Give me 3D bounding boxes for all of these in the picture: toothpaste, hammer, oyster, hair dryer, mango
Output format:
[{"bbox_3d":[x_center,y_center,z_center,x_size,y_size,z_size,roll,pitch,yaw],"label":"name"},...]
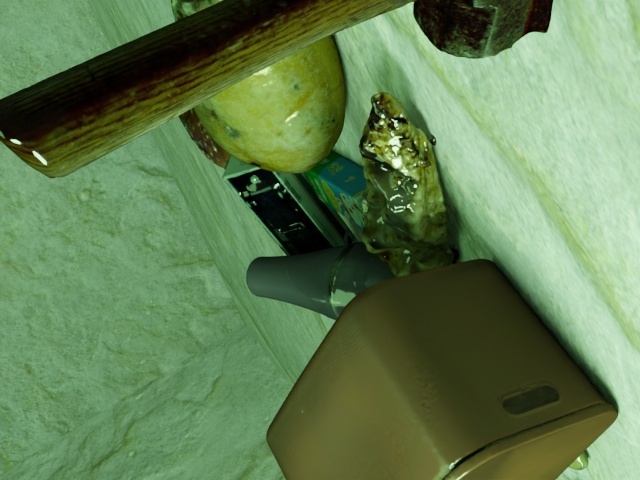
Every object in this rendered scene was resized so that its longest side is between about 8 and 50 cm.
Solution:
[{"bbox_3d":[0.051,-0.062,1.627,0.065,0.050,0.266,60,170,-25],"label":"toothpaste"},{"bbox_3d":[-0.010,-0.141,0.748,0.095,0.409,0.242,54,165,21],"label":"hammer"},{"bbox_3d":[0.085,-0.046,1.372,0.128,0.078,0.345,31,156,26],"label":"oyster"},{"bbox_3d":[0.080,0.136,1.785,0.301,0.121,0.361,2,143,44],"label":"hair dryer"},{"bbox_3d":[-0.071,-0.213,1.426,0.175,0.176,0.329,35,153,35],"label":"mango"}]

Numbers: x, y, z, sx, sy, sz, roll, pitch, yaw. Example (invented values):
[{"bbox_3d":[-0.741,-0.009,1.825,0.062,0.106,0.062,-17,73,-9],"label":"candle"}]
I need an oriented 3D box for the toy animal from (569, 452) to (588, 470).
[{"bbox_3d":[0.233,0.202,1.468,0.218,0.103,0.101,-136,33,-57],"label":"toy animal"}]

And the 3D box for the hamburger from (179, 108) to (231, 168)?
[{"bbox_3d":[-0.151,-0.233,1.853,0.286,0.146,0.243,48,158,48],"label":"hamburger"}]

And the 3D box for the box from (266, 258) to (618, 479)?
[{"bbox_3d":[0.115,0.211,1.332,0.229,0.239,0.339,57,139,26],"label":"box"}]

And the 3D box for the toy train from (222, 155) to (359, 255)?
[{"bbox_3d":[0.000,0.000,1.824,0.407,0.086,0.088,52,-144,-37],"label":"toy train"}]
